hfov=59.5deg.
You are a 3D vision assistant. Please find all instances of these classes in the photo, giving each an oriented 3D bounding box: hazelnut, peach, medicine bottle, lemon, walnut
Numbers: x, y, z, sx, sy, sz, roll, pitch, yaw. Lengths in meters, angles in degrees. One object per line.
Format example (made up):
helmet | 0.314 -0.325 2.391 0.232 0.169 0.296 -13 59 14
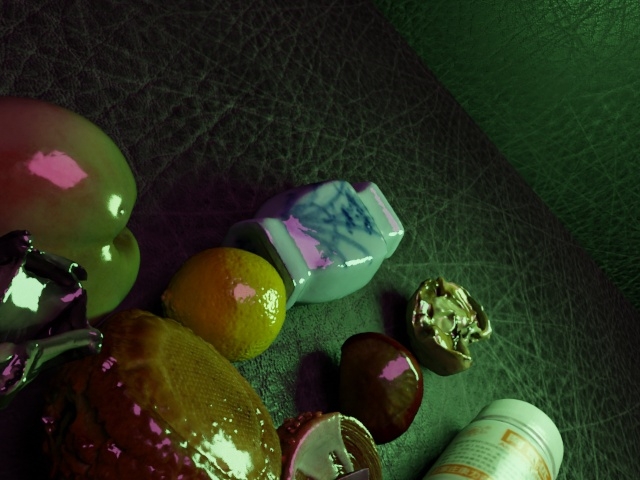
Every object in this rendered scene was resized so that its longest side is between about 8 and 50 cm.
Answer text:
hazelnut | 0.103 0.277 1.041 0.170 0.160 0.201 20 85 -23
peach | -0.349 -0.017 0.622 0.292 0.292 0.247 26 28 -35
medicine bottle | 0.328 0.470 1.078 0.371 0.211 0.211 -19 77 -53
lemon | -0.148 0.097 0.856 0.203 0.178 0.178 13 53 -36
walnut | 0.273 0.200 1.297 0.204 0.141 0.238 48 37 9

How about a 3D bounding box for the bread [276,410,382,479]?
bread | 0.004 0.368 0.840 0.224 0.142 0.211 27 62 -33

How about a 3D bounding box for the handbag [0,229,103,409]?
handbag | -0.372 0.147 0.391 0.162 0.327 0.325 61 26 -15

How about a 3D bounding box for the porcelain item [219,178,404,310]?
porcelain item | 0.000 0.000 1.100 0.405 0.178 0.242 -23 80 -55

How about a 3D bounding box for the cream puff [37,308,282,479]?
cream puff | -0.188 0.237 0.647 0.303 0.212 0.303 48 5 -5
